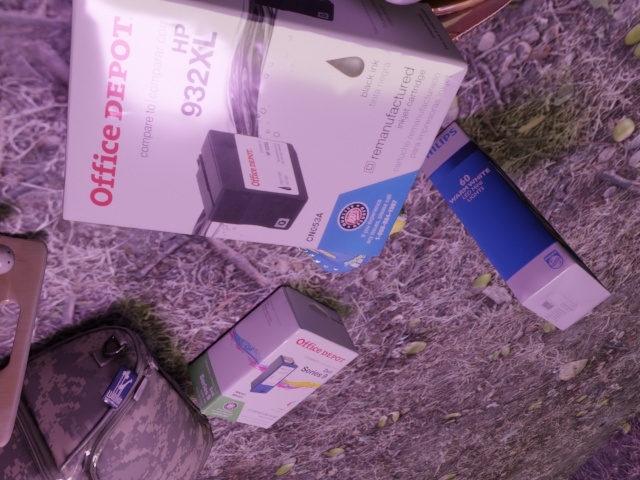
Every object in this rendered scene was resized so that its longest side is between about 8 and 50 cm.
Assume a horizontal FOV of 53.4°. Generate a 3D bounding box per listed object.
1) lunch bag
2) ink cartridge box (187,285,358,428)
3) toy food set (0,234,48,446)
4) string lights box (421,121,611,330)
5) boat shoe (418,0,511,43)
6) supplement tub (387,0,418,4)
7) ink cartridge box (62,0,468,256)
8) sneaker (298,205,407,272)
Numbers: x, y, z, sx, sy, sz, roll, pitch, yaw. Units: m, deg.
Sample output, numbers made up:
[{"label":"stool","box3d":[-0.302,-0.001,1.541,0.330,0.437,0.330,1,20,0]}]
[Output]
[{"label":"lunch bag","box3d":[-0.300,0.271,0.867,0.256,0.212,0.305,-38,144,-15]},{"label":"ink cartridge box","box3d":[-0.072,0.185,0.983,0.212,0.093,0.154,-42,138,14]},{"label":"toy food set","box3d":[-0.327,0.039,0.520,0.092,0.220,0.306,-3,155,6]},{"label":"string lights box","box3d":[0.234,-0.022,0.802,0.076,0.260,0.133,-43,140,18]},{"label":"boat shoe","box3d":[0.107,-0.223,0.661,0.206,0.073,0.073,-22,137,4]},{"label":"supplement tub","box3d":[0.148,-0.342,0.446,0.338,0.207,0.207,-31,141,4]},{"label":"ink cartridge box","box3d":[-0.062,-0.119,0.576,0.307,0.129,0.223,7,131,-18]},{"label":"sneaker","box3d":[0.000,0.000,0.825,0.240,0.091,0.126,-2,135,-30]}]
